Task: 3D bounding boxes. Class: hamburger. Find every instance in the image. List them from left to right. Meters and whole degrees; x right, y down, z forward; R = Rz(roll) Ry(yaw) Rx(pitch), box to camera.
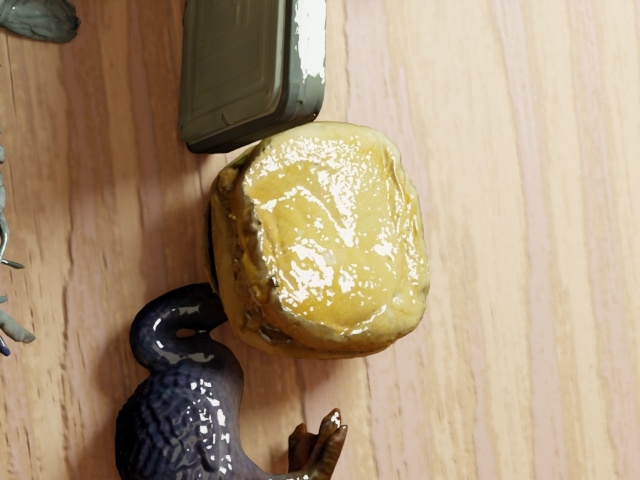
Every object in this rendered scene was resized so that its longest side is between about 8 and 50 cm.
[{"bbox_3d":[0.001,0.000,1.692,0.213,0.108,0.214,15,60,-28],"label":"hamburger"}]

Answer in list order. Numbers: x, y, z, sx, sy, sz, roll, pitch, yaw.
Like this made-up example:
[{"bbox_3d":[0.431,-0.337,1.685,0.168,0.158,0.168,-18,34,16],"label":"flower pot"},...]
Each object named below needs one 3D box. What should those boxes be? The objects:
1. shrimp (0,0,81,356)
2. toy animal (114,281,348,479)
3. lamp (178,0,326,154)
[{"bbox_3d":[-0.289,-0.055,1.591,0.166,0.221,0.411,11,60,-13],"label":"shrimp"},{"bbox_3d":[-0.087,0.184,1.672,0.185,0.122,0.298,17,74,-19],"label":"toy animal"},{"bbox_3d":[-0.055,-0.214,1.635,0.047,0.269,0.266,5,84,-20],"label":"lamp"}]
